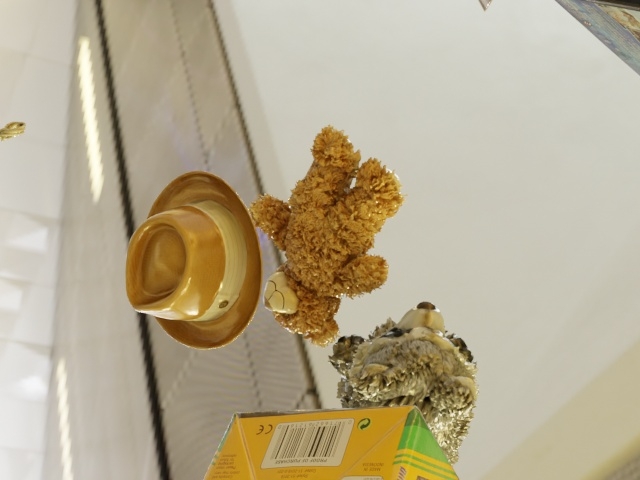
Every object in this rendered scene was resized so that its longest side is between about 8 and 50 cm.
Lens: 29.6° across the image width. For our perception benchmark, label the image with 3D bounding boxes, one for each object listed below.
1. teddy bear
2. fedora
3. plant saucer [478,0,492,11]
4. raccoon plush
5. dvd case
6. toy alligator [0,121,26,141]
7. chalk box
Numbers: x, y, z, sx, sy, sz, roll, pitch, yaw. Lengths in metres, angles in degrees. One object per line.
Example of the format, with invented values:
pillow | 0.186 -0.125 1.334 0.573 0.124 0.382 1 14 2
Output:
teddy bear | 0.000 0.000 1.767 0.245 0.113 0.338 49 -55 8
fedora | -0.144 0.025 1.240 0.194 0.079 0.194 7 -79 42
plant saucer | 0.157 -0.266 0.898 0.198 0.036 0.198 -60 179 -1
raccoon plush | 0.138 0.299 1.674 0.299 0.216 0.446 -87 167 -81
dvd case | 0.336 -0.166 1.061 0.253 0.180 0.022 28 -91 52
toy alligator | -0.376 -0.068 1.190 0.056 0.190 0.051 -132 -151 -54
chalk box | 0.025 0.215 0.715 0.132 0.213 0.132 -8 -141 31
